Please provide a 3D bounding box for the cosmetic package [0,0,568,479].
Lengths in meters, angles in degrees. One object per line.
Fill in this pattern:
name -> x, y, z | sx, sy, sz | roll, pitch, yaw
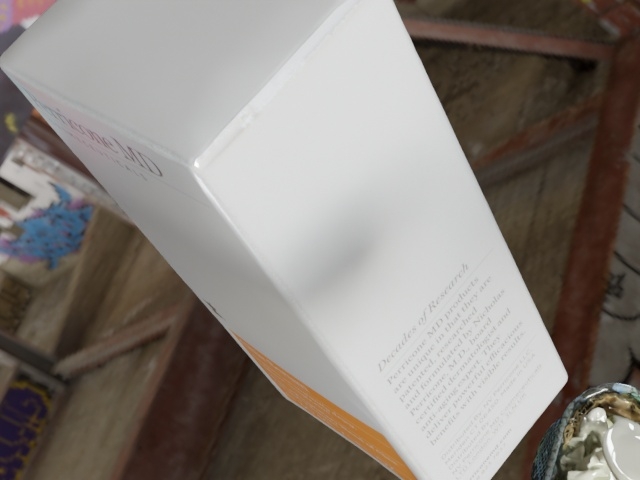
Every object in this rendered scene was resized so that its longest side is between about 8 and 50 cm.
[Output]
cosmetic package -> 0.000, 0.000, 0.795 | 0.230, 0.453, 0.161 | 29, -109, 42

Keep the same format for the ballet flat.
ballet flat -> 0.105, 0.129, 0.418 | 0.070, 0.070, 0.188 | -38, -157, 38
